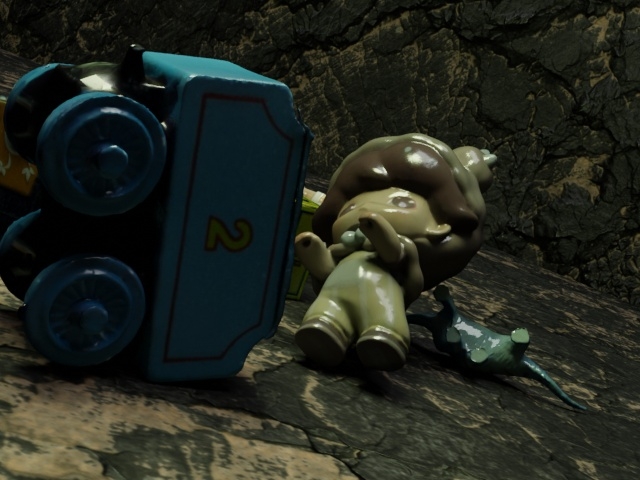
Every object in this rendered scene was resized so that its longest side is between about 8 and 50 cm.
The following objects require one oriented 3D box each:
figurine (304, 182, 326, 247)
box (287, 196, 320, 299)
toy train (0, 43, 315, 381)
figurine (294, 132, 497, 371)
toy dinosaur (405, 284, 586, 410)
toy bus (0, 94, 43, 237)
[{"bbox_3d":[0.003,-0.002,1.543,0.237,0.141,0.162,34,-18,27],"label":"figurine"},{"bbox_3d":[-0.082,-0.016,1.397,0.064,0.141,0.220,14,10,-32],"label":"box"},{"bbox_3d":[-0.154,-0.032,0.869,0.265,0.300,0.188,1,18,-30],"label":"toy train"},{"bbox_3d":[0.088,0.010,1.180,0.248,0.203,0.380,-13,31,30],"label":"figurine"},{"bbox_3d":[0.209,0.141,1.273,0.329,0.076,0.144,22,-21,22],"label":"toy dinosaur"},{"bbox_3d":[-0.252,-0.054,1.123,0.323,0.194,0.162,20,9,26],"label":"toy bus"}]
